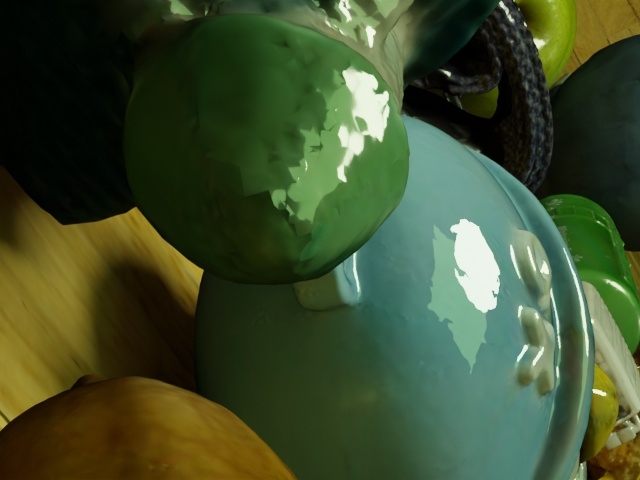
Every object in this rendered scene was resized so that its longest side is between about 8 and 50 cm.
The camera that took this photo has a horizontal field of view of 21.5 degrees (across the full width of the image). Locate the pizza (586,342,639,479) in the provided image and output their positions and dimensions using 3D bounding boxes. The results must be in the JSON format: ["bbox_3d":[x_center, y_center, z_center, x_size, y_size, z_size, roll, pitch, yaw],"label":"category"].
[{"bbox_3d":[0.290,0.105,1.397,0.087,0.258,0.268,22,3,13],"label":"pizza"}]

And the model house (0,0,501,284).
[{"bbox_3d":[-0.058,-0.146,0.441,0.298,0.243,0.284,50,20,-15],"label":"model house"}]

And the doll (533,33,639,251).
[{"bbox_3d":[0.218,-0.062,1.307,0.154,0.258,0.228,36,47,-34],"label":"doll"}]

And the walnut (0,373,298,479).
[{"bbox_3d":[-0.032,0.106,0.360,0.116,0.116,0.207,50,12,-47],"label":"walnut"}]

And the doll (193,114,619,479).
[{"bbox_3d":[0.041,0.059,0.645,0.314,0.141,0.177,50,35,-61],"label":"doll"}]

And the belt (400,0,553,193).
[{"bbox_3d":[0.064,-0.130,1.116,0.230,0.139,0.126,58,9,-21],"label":"belt"}]

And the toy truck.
[{"bbox_3d":[0.152,0.052,1.126,0.101,0.125,0.242,61,14,-18],"label":"toy truck"}]

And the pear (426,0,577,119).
[{"bbox_3d":[0.092,-0.172,1.278,0.180,0.166,0.216,36,-16,-30],"label":"pear"}]
